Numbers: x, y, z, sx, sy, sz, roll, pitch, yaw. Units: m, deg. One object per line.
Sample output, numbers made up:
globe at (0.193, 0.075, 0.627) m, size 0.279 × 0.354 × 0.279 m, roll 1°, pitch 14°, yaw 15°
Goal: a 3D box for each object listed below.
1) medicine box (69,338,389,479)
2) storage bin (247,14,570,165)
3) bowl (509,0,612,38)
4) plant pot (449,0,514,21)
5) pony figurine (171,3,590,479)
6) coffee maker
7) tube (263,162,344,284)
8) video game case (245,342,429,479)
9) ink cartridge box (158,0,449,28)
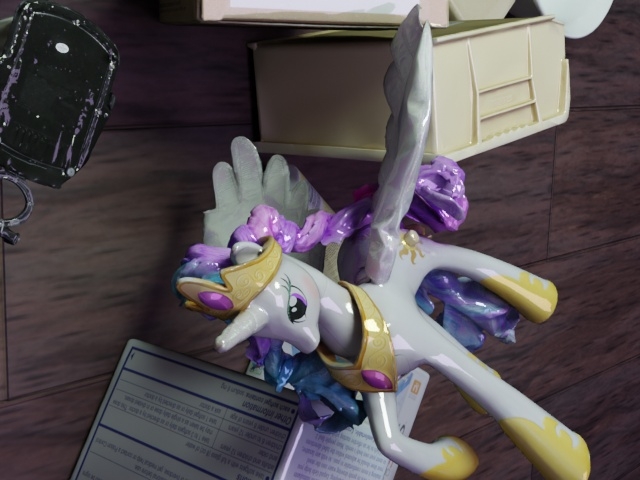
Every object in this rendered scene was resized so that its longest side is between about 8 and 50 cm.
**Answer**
medicine box at (-0.110, 0.271, 0.949) m, size 0.149 × 0.263 × 0.289 m, roll 32°, pitch 75°, yaw -46°
storage bin at (0.100, -0.174, 1.092) m, size 0.260 × 0.262 × 0.123 m, roll -20°, pitch 111°, yaw -44°
bowl at (0.296, -0.425, 1.350) m, size 0.298 × 0.134 × 0.298 m, roll -10°, pitch 103°, yaw -48°
plant pot at (0.165, -0.306, 1.262) m, size 0.096 × 0.109 × 0.109 m, roll 48°, pitch 62°, yaw -30°
pony figurine at (0.049, 0.022, 0.833) m, size 0.363 × 0.303 × 0.351 m, roll 32°, pitch 37°, yaw -25°
coffee maker at (-0.265, -0.100, 0.759) m, size 0.171 × 0.178 × 0.120 m, roll -58°, pitch 132°, yaw -26°
tube at (0.000, 0.000, 1.178) m, size 0.070 × 0.062 × 0.240 m, roll -29°, pitch 139°, yaw 11°
video game case at (0.000, 0.260, 1.244) m, size 0.329 × 0.036 × 0.300 m, roll 34°, pitch 73°, yaw -46°
ink cartridge box at (-0.022, -0.243, 0.929) m, size 0.235 × 0.193 × 0.088 m, roll -2°, pitch 101°, yaw -20°
